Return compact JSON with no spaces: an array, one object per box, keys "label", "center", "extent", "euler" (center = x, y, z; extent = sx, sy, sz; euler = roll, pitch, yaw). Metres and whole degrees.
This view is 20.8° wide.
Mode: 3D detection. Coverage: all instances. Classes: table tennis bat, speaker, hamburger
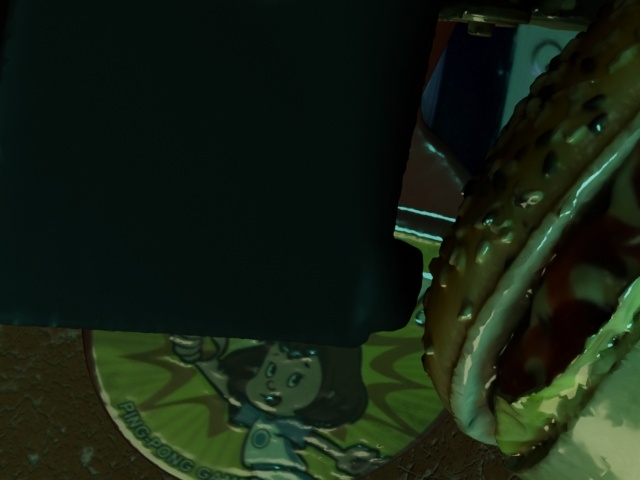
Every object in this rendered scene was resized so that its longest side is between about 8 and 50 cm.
[{"label":"table tennis bat","center":[0.000,0.000,1.102],"extent":[0.268,0.415,0.051],"euler":[14,-151,-15]},{"label":"speaker","center":[-0.079,-0.082,0.706],"extent":[0.184,0.232,0.254],"euler":[14,-177,39]},{"label":"hamburger","center":[0.169,-0.013,0.763],"extent":[0.176,0.300,0.300],"euler":[40,-171,13]}]

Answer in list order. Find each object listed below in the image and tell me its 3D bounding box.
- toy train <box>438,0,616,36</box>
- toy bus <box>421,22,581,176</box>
[{"label":"toy train","center":[0.064,-0.137,0.854],"extent":[0.125,0.081,0.194],"euler":[4,-175,-44]},{"label":"toy bus","center":[0.007,-0.096,1.331],"extent":[0.249,0.209,0.440],"euler":[13,-178,-33]}]
